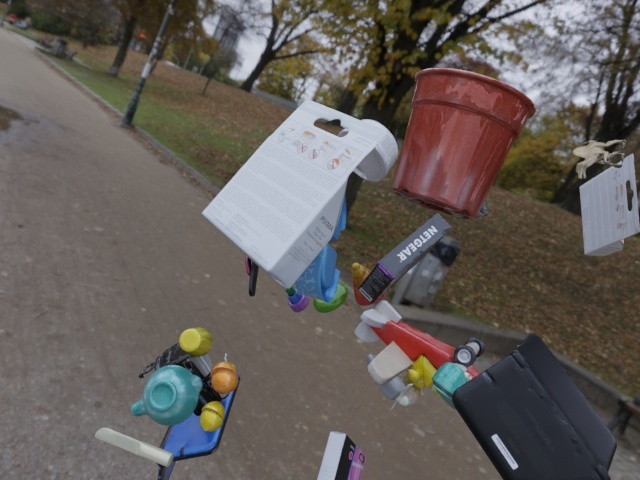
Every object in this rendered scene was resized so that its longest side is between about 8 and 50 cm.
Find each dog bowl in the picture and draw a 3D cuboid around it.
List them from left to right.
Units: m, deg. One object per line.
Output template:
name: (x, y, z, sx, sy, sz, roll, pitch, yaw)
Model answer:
dog bowl: (0.000, 0.000, 1.258, 0.074, 0.297, 0.166, 4, -14, 18)

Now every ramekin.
ramekin: (0.207, -0.391, 2.204, 0.273, 0.127, 0.273, 38, -22, 18)

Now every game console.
game console: (-0.343, 0.550, 1.469, 0.250, 0.173, 0.293, -15, 25, 13)
game console: (0.191, 0.160, 0.461, 0.122, 0.107, 0.071, 56, 3, 15)

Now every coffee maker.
coffee maker: (-0.350, 0.367, 1.380, 0.178, 0.171, 0.120, 61, 21, -23)

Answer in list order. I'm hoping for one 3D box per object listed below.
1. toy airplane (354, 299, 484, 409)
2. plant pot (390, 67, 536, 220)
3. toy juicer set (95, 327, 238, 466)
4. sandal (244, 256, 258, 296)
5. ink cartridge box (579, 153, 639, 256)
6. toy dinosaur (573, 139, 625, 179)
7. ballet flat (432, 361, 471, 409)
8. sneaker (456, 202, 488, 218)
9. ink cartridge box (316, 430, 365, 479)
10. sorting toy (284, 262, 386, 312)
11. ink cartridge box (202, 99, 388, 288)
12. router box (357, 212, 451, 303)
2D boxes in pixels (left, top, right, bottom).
toy airplane: (0.263, 0.357, 1.548, 0.386, 0.272, 0.384, 14, 12, -18)
plant pot: (0.295, -0.199, 1.155, 0.273, 0.265, 0.272, 20, 3, -1)
toy juicer set: (-0.319, 0.377, 1.178, 0.209, 0.329, 0.089, 38, -9, 14)
sandal: (-0.221, 0.087, 1.641, 0.040, 0.179, 0.067, 4, -12, 8)
ink cartridge box: (0.703, -0.076, 1.232, 0.066, 0.189, 0.232, 4, -14, -5)
toy dinosaur: (0.570, -0.185, 1.061, 0.093, 0.053, 0.183, 8, 36, 30)
ballet flat: (0.315, 0.335, 1.202, 0.083, 0.087, 0.247, 37, -8, 29)
sneaker: (0.458, -0.141, 1.611, 0.101, 0.106, 0.267, -7, 19, 11)
ink cartridge box: (0.035, 0.773, 1.512, 0.069, 0.370, 0.175, -1, -41, 30)
sorting toy: (0.029, 0.143, 1.662, 0.126, 0.366, 0.127, 57, 35, -29)
ink cartridge box: (-0.054, -0.123, 1.175, 0.308, 0.385, 0.091, 36, -8, 43)
router box: (0.164, 0.036, 1.019, 0.046, 0.179, 0.133, 47, -29, 11)
